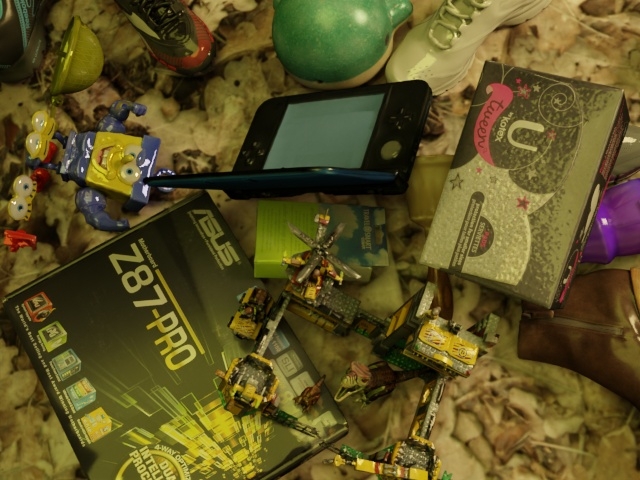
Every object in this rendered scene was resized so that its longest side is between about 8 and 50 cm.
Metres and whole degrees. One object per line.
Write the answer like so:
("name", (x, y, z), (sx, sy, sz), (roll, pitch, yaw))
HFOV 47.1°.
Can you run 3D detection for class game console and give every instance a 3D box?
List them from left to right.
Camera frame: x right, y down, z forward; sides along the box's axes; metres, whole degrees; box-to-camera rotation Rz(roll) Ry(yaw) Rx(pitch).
("game console", (-0.038, -0.138, 0.946), (0.293, 0.173, 0.250), (1, 61, 34))

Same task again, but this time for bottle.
("bottle", (0.413, -0.035, 0.921), (0.283, 0.118, 0.092), (-19, 77, 10))

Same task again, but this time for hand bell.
("hand bell", (0.156, 0.012, 0.991), (0.126, 0.126, 0.242), (-2, 90, 12))

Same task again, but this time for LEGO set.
("LEGO set", (0.051, 0.139, 0.855), (0.331, 0.192, 0.255), (34, 61, 1))

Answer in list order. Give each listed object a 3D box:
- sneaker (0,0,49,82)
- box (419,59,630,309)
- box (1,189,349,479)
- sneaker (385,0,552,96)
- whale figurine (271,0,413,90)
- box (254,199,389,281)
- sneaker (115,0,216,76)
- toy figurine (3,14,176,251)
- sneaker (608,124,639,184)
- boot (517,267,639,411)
("sneaker", (-0.505, -0.439, 1.202), (0.125, 0.139, 0.341), (-2, 76, 14))
("box", (0.238, -0.061, 0.856), (0.163, 0.142, 0.247), (20, 93, 25))
("box", (-0.195, 0.171, 0.989), (0.318, 0.097, 0.395), (-29, 72, -11))
("sneaker", (0.205, -0.320, 1.027), (0.297, 0.129, 0.111), (-42, 74, 2))
("whale figurine", (0.026, -0.356, 1.065), (0.216, 0.141, 0.272), (10, 72, 18))
("box", (0.000, 0.000, 1.005), (0.178, 0.042, 0.109), (3, 53, -4))
("sneaker", (-0.265, -0.370, 1.138), (0.097, 0.135, 0.276), (-38, 74, 0))
("toy figurine", (-0.323, -0.132, 1.122), (0.217, 0.191, 0.362), (14, 71, -16))
("sneaker", (0.332, -0.118, 0.968), (0.223, 0.098, 0.083), (-7, 76, 11))
("boot", (0.356, 0.157, 0.923), (0.207, 0.090, 0.248), (0, 78, 25))
